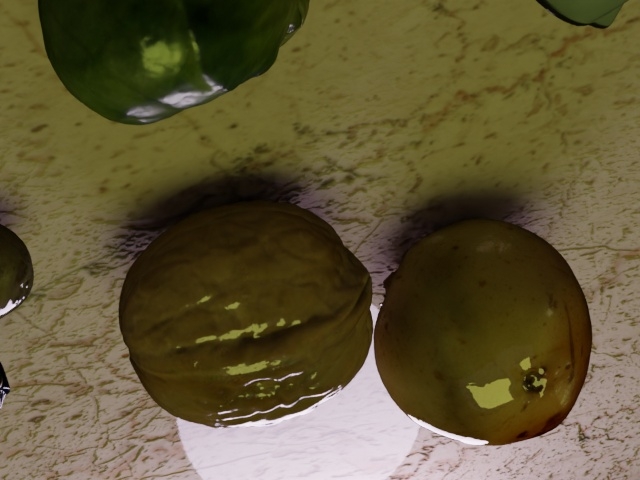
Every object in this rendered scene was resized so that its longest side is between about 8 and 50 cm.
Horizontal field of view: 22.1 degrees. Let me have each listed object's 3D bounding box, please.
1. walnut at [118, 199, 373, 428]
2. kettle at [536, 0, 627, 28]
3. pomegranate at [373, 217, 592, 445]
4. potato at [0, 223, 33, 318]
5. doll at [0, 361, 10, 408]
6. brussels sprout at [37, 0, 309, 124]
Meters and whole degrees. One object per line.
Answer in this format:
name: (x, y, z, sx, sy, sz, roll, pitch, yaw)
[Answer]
walnut: (-0.087, 0.090, 2.018, 0.313, 0.277, 0.252, -18, 177, -5)
kettle: (0.284, -0.350, 1.656, 0.221, 0.161, 0.236, 36, 128, -16)
pomegranate: (0.204, 0.121, 2.160, 0.319, 0.319, 0.319, -11, 145, -8)
potato: (-0.464, 0.040, 1.890, 0.262, 0.165, 0.165, 5, 141, -21)
doll: (-0.535, 0.210, 2.010, 0.284, 0.240, 0.310, -9, 162, -34)
brussels sprout: (-0.139, -0.233, 1.588, 0.271, 0.219, 0.210, -8, 168, -45)
